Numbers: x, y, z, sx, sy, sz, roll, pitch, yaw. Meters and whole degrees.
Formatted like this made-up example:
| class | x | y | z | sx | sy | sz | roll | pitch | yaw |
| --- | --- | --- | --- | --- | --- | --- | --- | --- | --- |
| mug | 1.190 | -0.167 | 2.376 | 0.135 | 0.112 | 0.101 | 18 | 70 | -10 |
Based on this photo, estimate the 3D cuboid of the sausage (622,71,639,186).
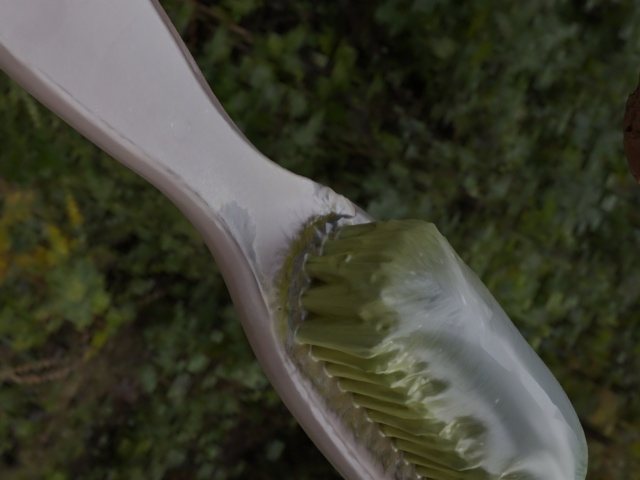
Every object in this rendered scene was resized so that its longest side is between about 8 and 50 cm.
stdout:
| class | x | y | z | sx | sy | sz | roll | pitch | yaw |
| --- | --- | --- | --- | --- | --- | --- | --- | --- | --- |
| sausage | 0.336 | -0.183 | 1.447 | 0.079 | 0.087 | 0.326 | -17 | -143 | 54 |

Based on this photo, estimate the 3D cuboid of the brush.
| class | x | y | z | sx | sy | sz | roll | pitch | yaw |
| --- | --- | --- | --- | --- | --- | --- | --- | --- | --- |
| brush | 0.002 | -0.001 | 0.462 | 0.313 | 0.067 | 0.072 | 50 | 48 | -40 |
